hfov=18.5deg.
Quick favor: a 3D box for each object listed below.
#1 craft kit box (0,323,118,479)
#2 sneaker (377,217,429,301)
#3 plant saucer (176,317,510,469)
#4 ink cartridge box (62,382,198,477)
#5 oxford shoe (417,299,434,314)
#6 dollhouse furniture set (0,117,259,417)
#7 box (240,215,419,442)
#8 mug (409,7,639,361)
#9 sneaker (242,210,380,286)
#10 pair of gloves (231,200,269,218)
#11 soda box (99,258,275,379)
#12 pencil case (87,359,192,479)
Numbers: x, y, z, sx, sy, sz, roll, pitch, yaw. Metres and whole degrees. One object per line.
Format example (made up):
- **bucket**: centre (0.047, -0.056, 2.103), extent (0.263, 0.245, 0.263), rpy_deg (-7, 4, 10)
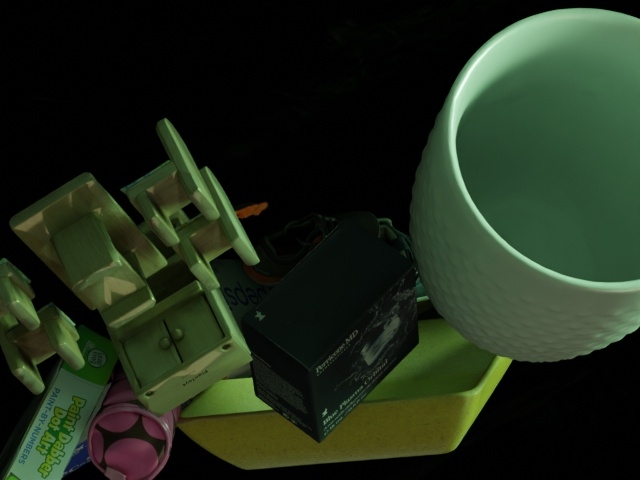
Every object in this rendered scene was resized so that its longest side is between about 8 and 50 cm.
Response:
- **craft kit box**: centre (-0.294, 0.239, 1.926), extent (0.247, 0.061, 0.250), rpy_deg (-64, -173, -35)
- **sneaker**: centre (0.111, 0.012, 2.158), extent (0.226, 0.086, 0.163), rpy_deg (-28, 165, -14)
- **plant saucer**: centre (0.049, 0.168, 2.140), extent (0.332, 0.081, 0.333), rpy_deg (-7, -170, 18)
- **ink cartridge box**: centre (-0.230, 0.194, 2.182), extent (0.207, 0.046, 0.097), rpy_deg (-31, 164, 3)
- **oxford shoe**: centre (0.159, 0.010, 2.284), extent (0.212, 0.076, 0.076), rpy_deg (-31, 134, -23)
- **dollhouse furniture set**: centre (-0.171, 0.011, 1.609), extent (0.212, 0.161, 0.242), rpy_deg (-31, 143, 4)
- **box**: centre (0.012, 0.089, 1.921), extent (0.156, 0.093, 0.158), rpy_deg (-44, 154, -21)
- **mug**: centre (0.261, -0.046, 1.879), extent (0.374, 0.276, 0.328), rpy_deg (-28, 165, -17)
- **sneaker**: centre (0.000, 0.000, 1.963), extent (0.158, 0.061, 0.065), rpy_deg (-22, 157, -31)
- **pair of gloves**: centre (-0.093, -0.011, 1.838), extent (0.083, 0.010, 0.074), rpy_deg (-38, 163, 32)
- **soda box**: centre (-0.097, 0.081, 1.973), extent (0.098, 0.091, 0.286), rpy_deg (-35, 164, 20)
- **pencil case**: centre (-0.179, 0.169, 1.938), extent (0.098, 0.095, 0.209), rpy_deg (-55, -174, 15)
